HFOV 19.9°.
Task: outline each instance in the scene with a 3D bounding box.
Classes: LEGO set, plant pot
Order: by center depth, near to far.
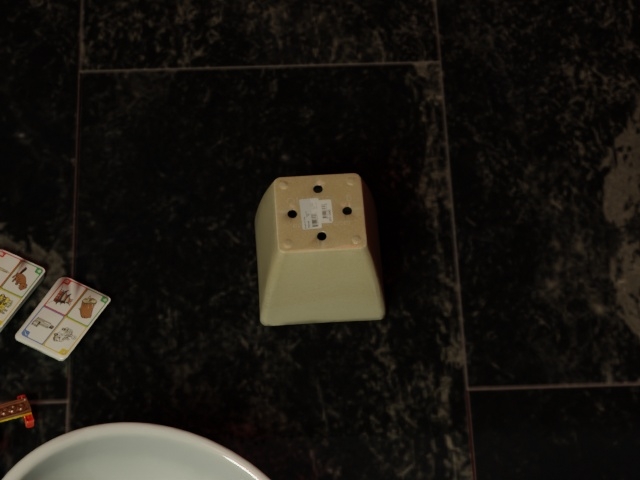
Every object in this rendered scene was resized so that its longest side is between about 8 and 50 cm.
[{"bbox_3d":[-0.312,0.109,1.520,0.182,0.060,0.244,23,51,13],"label":"LEGO set"},{"bbox_3d":[0.000,0.000,1.544,0.109,0.096,0.109,-3,61,-3],"label":"plant pot"}]

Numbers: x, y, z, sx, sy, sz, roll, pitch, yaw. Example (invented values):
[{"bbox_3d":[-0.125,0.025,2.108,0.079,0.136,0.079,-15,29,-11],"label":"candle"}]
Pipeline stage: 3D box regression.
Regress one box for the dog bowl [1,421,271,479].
[{"bbox_3d":[-0.132,0.270,1.336,0.265,0.104,0.265,13,47,-14],"label":"dog bowl"}]
